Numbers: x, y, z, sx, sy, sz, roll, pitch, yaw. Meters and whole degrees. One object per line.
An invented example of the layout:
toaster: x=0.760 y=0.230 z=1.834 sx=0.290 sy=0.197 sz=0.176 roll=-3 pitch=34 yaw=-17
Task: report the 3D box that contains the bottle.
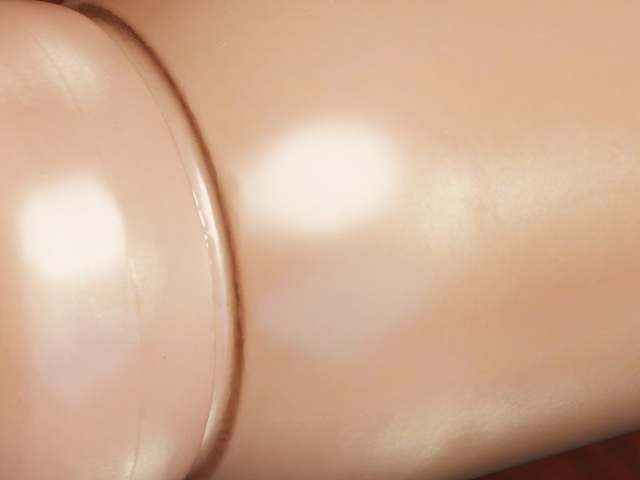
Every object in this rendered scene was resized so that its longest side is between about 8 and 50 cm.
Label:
bottle: x=0.000 y=0.000 z=0.576 sx=0.297 sy=0.173 sz=0.206 roll=-14 pitch=161 yaw=-33
